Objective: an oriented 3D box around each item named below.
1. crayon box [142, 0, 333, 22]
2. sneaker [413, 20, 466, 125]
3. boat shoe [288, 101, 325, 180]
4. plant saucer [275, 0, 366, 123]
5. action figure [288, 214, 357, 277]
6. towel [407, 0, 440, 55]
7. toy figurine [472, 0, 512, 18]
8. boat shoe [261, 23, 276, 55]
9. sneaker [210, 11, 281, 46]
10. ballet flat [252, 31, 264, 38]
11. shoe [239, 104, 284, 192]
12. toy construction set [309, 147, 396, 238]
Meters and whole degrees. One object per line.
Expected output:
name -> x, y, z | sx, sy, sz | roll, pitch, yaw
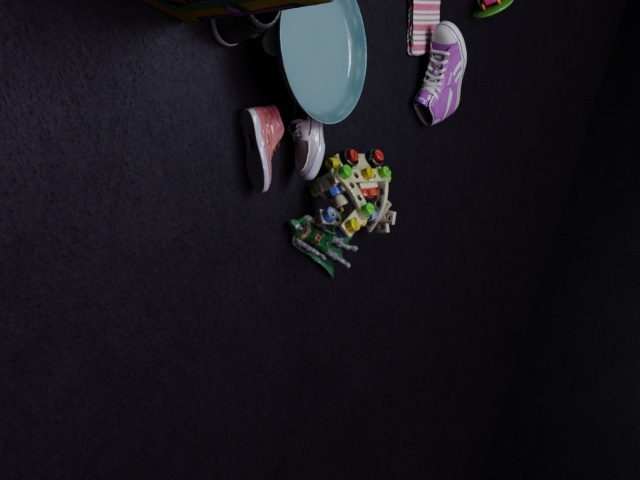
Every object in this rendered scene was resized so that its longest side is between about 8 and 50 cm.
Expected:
crayon box -> -0.200, -0.434, 0.830 | 0.313, 0.362, 0.106 | 12, 90, -51
sneaker -> 0.329, -0.456, 1.642 | 0.161, 0.102, 0.282 | -38, 134, -33
boat shoe -> -0.040, -0.250, 1.301 | 0.075, 0.083, 0.227 | 13, 77, -40
plant saucer -> 0.000, -0.407, 1.229 | 0.317, 0.043, 0.318 | -13, 106, -54
action figure -> 0.000, 0.000, 1.415 | 0.232, 0.063, 0.137 | 28, 80, -46
towel -> 0.287, -0.620, 1.628 | 0.144, 0.029, 0.197 | -22, 118, -45
toy figurine -> 0.507, -0.798, 1.795 | 0.159, 0.130, 0.173 | 58, 34, -29
boat shoe -> -0.074, -0.434, 1.213 | 0.184, 0.063, 0.066 | -54, 134, -35
sneaker -> -0.133, -0.513, 1.061 | 0.104, 0.146, 0.296 | -15, 109, -45
ballet flat -> -0.101, -0.481, 1.181 | 0.057, 0.049, 0.173 | 44, 66, -45
shoe -> -0.113, -0.194, 1.225 | 0.081, 0.063, 0.178 | -22, 111, -40
toy construction set -> 0.099, -0.108, 1.422 | 0.327, 0.151, 0.215 | 0, 67, -62
